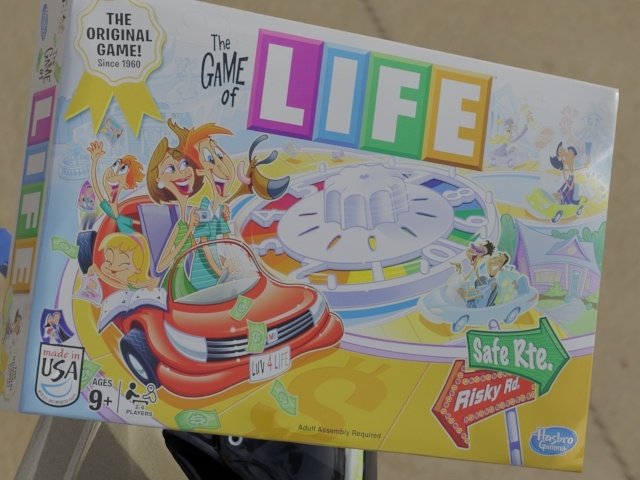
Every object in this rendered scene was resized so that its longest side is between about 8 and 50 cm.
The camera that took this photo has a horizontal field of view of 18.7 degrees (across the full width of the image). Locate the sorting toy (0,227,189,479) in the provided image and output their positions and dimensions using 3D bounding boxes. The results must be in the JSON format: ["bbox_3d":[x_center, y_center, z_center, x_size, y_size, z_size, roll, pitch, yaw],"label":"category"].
[{"bbox_3d":[-0.081,0.142,0.997,0.348,0.047,0.196,39,56,-27],"label":"sorting toy"}]

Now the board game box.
[{"bbox_3d":[0.000,0.000,0.489,0.154,0.026,0.103,8,84,-25],"label":"board game box"}]

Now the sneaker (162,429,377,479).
[{"bbox_3d":[-0.027,0.071,0.927,0.097,0.084,0.234,-8,95,-39],"label":"sneaker"}]
